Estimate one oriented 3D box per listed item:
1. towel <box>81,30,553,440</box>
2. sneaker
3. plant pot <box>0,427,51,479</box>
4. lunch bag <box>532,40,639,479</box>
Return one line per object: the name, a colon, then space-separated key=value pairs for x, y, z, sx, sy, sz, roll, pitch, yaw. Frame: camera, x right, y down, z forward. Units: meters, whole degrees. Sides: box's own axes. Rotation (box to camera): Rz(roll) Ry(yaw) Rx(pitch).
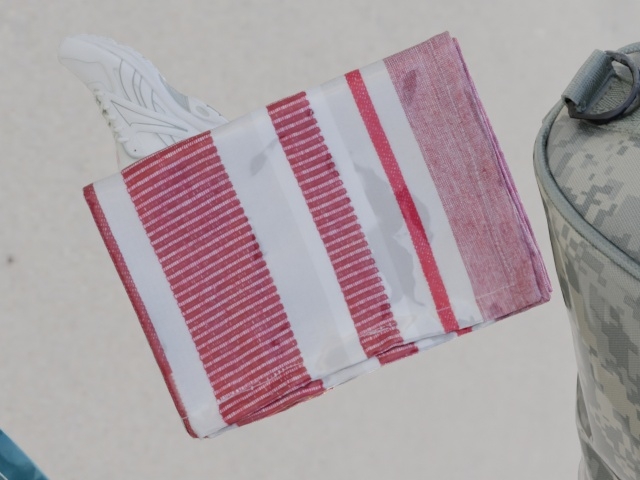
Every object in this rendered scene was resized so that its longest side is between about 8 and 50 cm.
towel: x=0.000 y=0.000 z=1.427 sx=0.037 sy=0.329 sz=0.237 roll=-98 pitch=165 yaw=-84
sneaker: x=-0.204 y=-0.135 z=1.927 sx=0.115 sy=0.232 sz=0.090 roll=-55 pitch=179 yaw=-10
plant pot: x=-0.407 y=0.296 z=1.734 sx=0.255 sy=0.271 sz=0.271 roll=-45 pitch=145 yaw=-6
lunch bag: x=0.227 y=0.066 z=0.826 sx=0.212 sy=0.256 sz=0.305 roll=-46 pitch=143 yaw=-27
